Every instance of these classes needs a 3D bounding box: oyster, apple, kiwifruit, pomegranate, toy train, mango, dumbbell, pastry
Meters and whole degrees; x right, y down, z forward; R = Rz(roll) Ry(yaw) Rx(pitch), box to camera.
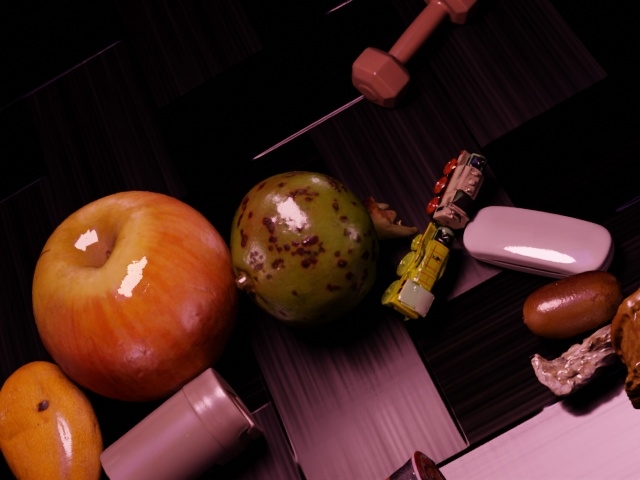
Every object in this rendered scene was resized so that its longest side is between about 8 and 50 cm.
[{"bbox_3d":[0.356,0.119,1.582,0.200,0.106,0.061,-31,73,23],"label":"oyster"},{"bbox_3d":[-0.241,0.077,1.783,0.286,0.233,0.286,-17,47,19],"label":"apple"},{"bbox_3d":[0.303,0.078,1.623,0.125,0.075,0.075,-19,51,7],"label":"kiwifruit"},{"bbox_3d":[0.000,0.000,1.756,0.263,0.211,0.211,-27,45,-27],"label":"pomegranate"},{"bbox_3d":[0.154,-0.010,1.753,0.249,0.053,0.085,-63,16,-22],"label":"toy train"},{"bbox_3d":[-0.345,0.273,1.765,0.157,0.109,0.262,-49,52,31],"label":"mango"},{"bbox_3d":[0.139,-0.296,1.961,0.082,0.092,0.231,37,76,11],"label":"dumbbell"},{"bbox_3d":[0.412,0.110,1.479,0.189,0.188,0.103,-23,48,10],"label":"pastry"}]

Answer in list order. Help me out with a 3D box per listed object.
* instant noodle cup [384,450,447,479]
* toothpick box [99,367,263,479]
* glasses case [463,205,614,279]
[{"bbox_3d":[0.086,0.324,1.533,0.136,0.127,0.127,-33,49,12],"label":"instant noodle cup"},{"bbox_3d":[-0.175,0.255,1.705,0.181,0.111,0.111,-38,49,-1],"label":"toothpick box"},{"bbox_3d":[0.273,0.003,1.705,0.197,0.049,0.076,11,62,32],"label":"glasses case"}]
